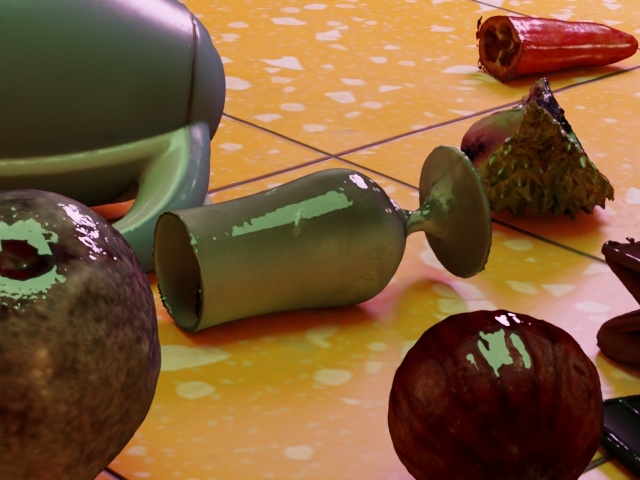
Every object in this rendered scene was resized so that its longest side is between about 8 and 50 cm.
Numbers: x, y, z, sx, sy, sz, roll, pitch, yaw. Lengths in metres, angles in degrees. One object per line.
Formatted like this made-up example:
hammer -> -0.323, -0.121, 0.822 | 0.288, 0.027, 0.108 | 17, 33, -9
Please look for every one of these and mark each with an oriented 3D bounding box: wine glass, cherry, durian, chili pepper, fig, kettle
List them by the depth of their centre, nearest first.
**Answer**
cherry -> -0.175, 0.058, 1.069 | 0.195, 0.195, 0.195 | 2, 22, -1
fig -> 0.095, 0.106, 1.092 | 0.128, 0.128, 0.150 | 13, 30, 23
wine glass -> 0.000, 0.000, 1.358 | 0.231, 0.103, 0.103 | -12, 26, -24
kettle -> -0.237, -0.095, 1.451 | 0.342, 0.247, 0.320 | 5, 52, -17
durian -> 0.169, -0.055, 1.556 | 0.108, 0.119, 0.187 | -33, 6, 11
chili pepper -> 0.251, -0.199, 1.927 | 0.168, 0.065, 0.088 | -4, 24, -25

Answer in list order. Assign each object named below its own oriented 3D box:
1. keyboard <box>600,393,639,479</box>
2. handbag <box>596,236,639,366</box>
keyboard -> 0.245, 0.152, 1.127 | 0.087, 0.017, 0.250 | -7, 25, -26
handbag -> 0.359, 0.050, 1.290 | 0.260, 0.084, 0.275 | -12, 22, -36
